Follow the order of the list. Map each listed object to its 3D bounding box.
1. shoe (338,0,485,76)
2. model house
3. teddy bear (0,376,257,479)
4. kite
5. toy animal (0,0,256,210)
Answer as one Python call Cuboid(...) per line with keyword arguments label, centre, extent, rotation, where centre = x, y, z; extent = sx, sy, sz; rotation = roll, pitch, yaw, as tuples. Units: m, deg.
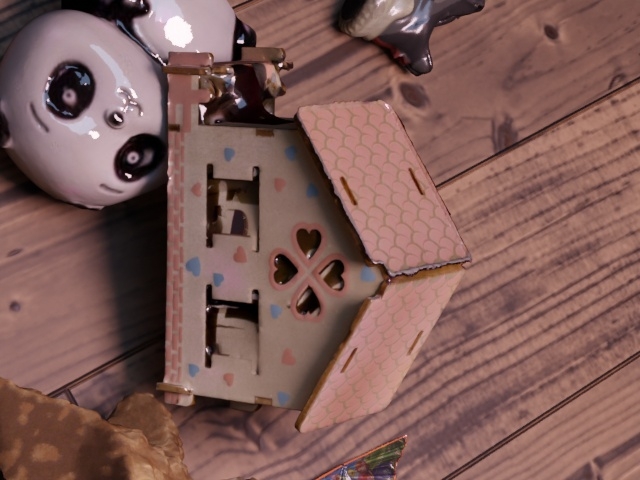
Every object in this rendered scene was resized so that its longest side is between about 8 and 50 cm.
Cuboid(label="shoe", centre=(0.116, -0.261, 1.846), extent=(0.112, 0.099, 0.227), rotation=(49, 63, -12))
Cuboid(label="model house", centre=(0.000, 0.000, 1.534), extent=(0.169, 0.244, 0.326), rotation=(-5, 98, -50))
Cuboid(label="teddy bear", centre=(-0.194, 0.235, 1.507), extent=(0.296, 0.222, 0.246), rotation=(5, 59, 19))
Cuboid(label="kite", centre=(0.040, 0.260, 1.679), extent=(0.159, 0.010, 0.190), rotation=(24, 66, -19))
Cuboid(label="toy animal", centre=(-0.184, -0.140, 1.610), extent=(0.187, 0.165, 0.235), rotation=(46, 57, -20))
